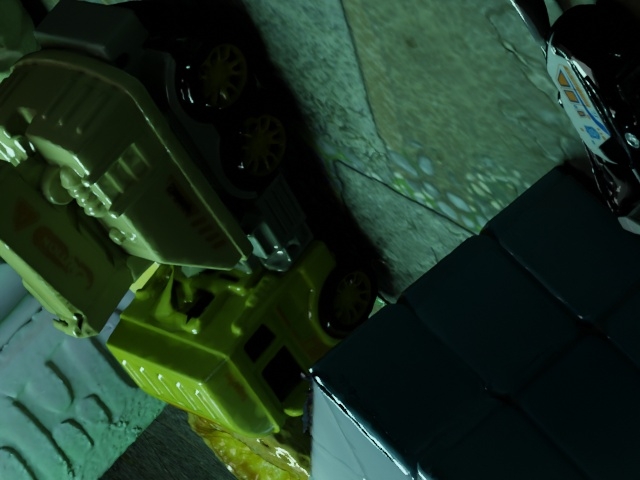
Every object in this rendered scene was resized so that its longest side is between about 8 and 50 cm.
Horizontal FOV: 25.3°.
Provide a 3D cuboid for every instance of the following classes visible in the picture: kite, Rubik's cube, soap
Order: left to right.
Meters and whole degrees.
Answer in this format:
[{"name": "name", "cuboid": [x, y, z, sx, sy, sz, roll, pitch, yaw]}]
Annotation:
[{"name": "soap", "cuboid": [-0.336, 0.172, 1.678, 0.156, 0.446, 0.261, 25, 154, 43]}, {"name": "kite", "cuboid": [0.000, 0.000, 1.320, 0.198, 0.006, 0.244, 39, 161, 11]}, {"name": "Rubik's cube", "cuboid": [0.143, 0.133, 0.937, 0.231, 0.224, 0.221, 45, 161, 19]}]

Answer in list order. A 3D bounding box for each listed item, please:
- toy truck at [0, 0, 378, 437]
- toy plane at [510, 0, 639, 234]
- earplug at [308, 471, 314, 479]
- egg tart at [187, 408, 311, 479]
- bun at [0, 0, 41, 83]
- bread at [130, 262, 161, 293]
[{"name": "toy truck", "cuboid": [-0.123, -0.004, 1.185, 0.180, 0.254, 0.405, 19, 152, 42]}, {"name": "toy plane", "cuboid": [0.168, -0.064, 0.792, 0.197, 0.053, 0.078, 55, 166, -29]}, {"name": "earplug", "cuboid": [0.155, 0.266, 1.365, 0.324, 0.185, 0.185, 3, 137, 52]}, {"name": "egg tart", "cuboid": [-0.013, 0.259, 1.718, 0.341, 0.129, 0.341, 36, 160, 15]}, {"name": "bun", "cuboid": [-0.384, -0.216, 1.398, 0.244, 0.153, 0.244, 26, 149, 17]}, {"name": "bread", "cuboid": [-0.160, 0.020, 1.554, 0.245, 0.094, 0.102, 43, 152, -5]}]
